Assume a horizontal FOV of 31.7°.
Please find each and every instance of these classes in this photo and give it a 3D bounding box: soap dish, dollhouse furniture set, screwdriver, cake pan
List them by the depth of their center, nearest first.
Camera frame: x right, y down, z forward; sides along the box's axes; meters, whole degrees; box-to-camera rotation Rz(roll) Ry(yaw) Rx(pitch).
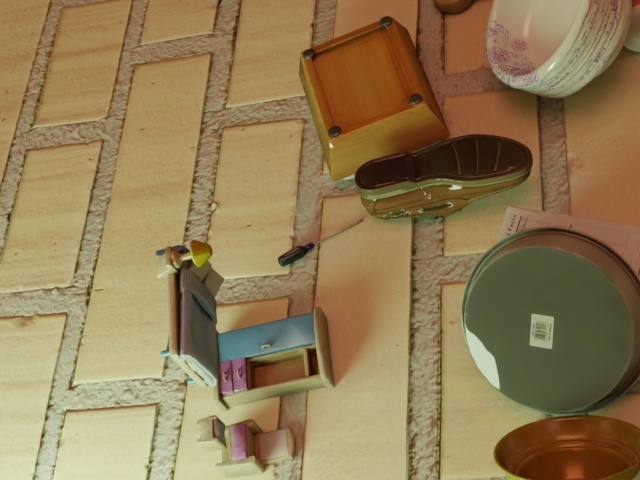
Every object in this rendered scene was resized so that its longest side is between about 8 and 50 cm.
[{"bbox_3d":[0.340,0.127,1.669,0.293,0.054,0.293,6,104,26],"label":"cake pan"},{"bbox_3d":[-0.117,0.171,1.761,0.198,0.303,0.286,-14,55,11],"label":"dollhouse furniture set"},{"bbox_3d":[0.000,0.000,2.010,0.170,0.024,0.025,-29,24,-8],"label":"screwdriver"},{"bbox_3d":[0.088,-0.270,2.091,0.229,0.118,0.290,-21,53,6],"label":"soap dish"}]

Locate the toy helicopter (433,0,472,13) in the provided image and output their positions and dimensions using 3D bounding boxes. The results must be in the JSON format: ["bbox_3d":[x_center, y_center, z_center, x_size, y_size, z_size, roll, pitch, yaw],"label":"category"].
[{"bbox_3d":[0.384,-0.523,2.169,0.355,0.140,0.234,-24,62,17],"label":"toy helicopter"}]

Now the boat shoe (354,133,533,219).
[{"bbox_3d":[0.218,-0.103,1.948,0.307,0.104,0.110,-5,48,18],"label":"boat shoe"}]

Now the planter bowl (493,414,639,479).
[{"bbox_3d":[0.359,0.332,1.594,0.217,0.090,0.217,-10,14,3],"label":"planter bowl"}]

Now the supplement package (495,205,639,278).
[{"bbox_3d":[0.399,0.051,1.759,0.244,0.134,0.139,11,63,25],"label":"supplement package"}]

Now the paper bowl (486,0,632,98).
[{"bbox_3d":[0.431,-0.389,1.978,0.284,0.148,0.284,-38,45,52],"label":"paper bowl"}]

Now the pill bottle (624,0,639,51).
[{"bbox_3d":[0.581,-0.459,2.034,0.124,0.124,0.221,-10,57,14],"label":"pill bottle"}]
